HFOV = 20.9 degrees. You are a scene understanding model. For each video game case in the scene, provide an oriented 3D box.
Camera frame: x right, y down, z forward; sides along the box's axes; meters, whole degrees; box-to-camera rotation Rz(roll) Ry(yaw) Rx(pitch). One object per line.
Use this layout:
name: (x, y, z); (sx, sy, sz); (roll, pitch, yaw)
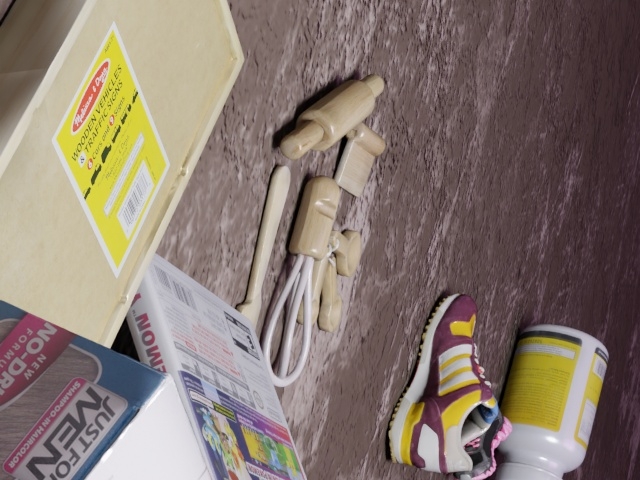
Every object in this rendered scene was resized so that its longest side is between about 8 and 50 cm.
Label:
video game case: (-0.051, 0.108, 0.989); (0.201, 0.023, 0.183); (45, 23, -68)

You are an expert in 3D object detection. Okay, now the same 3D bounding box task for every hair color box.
hair color box: (-0.120, 0.202, 0.811); (0.174, 0.105, 0.347); (-53, 151, -28)

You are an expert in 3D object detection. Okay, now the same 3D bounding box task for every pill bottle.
pill bottle: (0.249, 0.192, 1.913); (0.103, 0.103, 0.184); (62, 42, -61)

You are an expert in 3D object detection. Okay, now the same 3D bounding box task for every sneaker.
sneaker: (0.126, 0.130, 1.557); (0.069, 0.084, 0.185); (75, 31, -51)
sneaker: (0.157, 0.198, 1.759); (0.119, 0.047, 0.057); (-57, 134, -55)

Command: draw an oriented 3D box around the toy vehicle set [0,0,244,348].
toy vehicle set: (-0.115, -0.049, 0.851); (0.166, 0.035, 0.266); (74, 32, -52)

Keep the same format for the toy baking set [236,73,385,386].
toy baking set: (0.001, -0.007, 1.211); (0.256, 0.030, 0.196); (-37, 134, -63)
